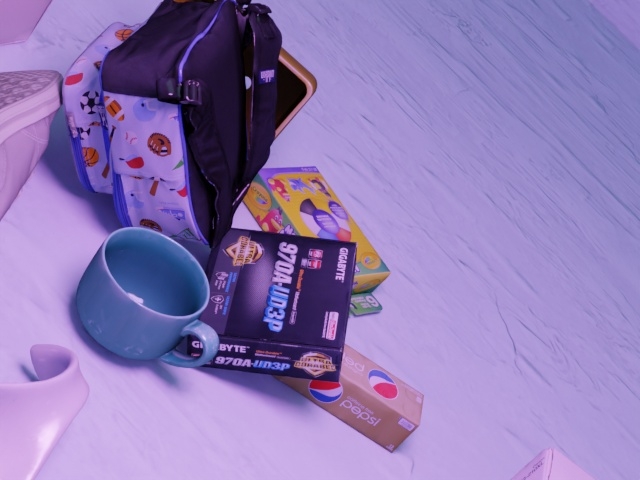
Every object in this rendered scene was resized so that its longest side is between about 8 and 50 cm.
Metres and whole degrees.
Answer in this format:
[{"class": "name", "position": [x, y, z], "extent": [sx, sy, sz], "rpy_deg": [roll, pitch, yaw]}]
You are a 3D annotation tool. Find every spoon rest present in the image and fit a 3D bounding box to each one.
[{"class": "spoon rest", "position": [-0.289, 0.171, 1.330], "extent": [0.137, 0.084, 0.276], "rpy_deg": [71, 24, -17]}]

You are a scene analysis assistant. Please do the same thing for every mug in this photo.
[{"class": "mug", "position": [-0.193, 0.075, 1.559], "extent": [0.129, 0.097, 0.158], "rpy_deg": [10, 42, -36]}]

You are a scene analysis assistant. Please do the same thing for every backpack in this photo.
[{"class": "backpack", "position": [-0.174, -0.130, 1.697], "extent": [0.213, 0.263, 0.276], "rpy_deg": [2, 30, 21]}]

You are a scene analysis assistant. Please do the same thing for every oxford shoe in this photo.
[{"class": "oxford shoe", "position": [-0.376, -0.077, 1.543], "extent": [0.449, 0.169, 0.130], "rpy_deg": [-79, 160, -64]}]

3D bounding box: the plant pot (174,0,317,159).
[{"class": "plant pot", "position": [-0.126, -0.198, 1.900], "extent": [0.212, 0.212, 0.187], "rpy_deg": [43, 17, 4]}]

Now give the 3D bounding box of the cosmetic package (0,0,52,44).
[{"class": "cosmetic package", "position": [-0.486, -0.386, 1.815], "extent": [0.309, 0.113, 0.160], "rpy_deg": [50, 32, 13]}]

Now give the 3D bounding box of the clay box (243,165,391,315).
[{"class": "clay box", "position": [0.000, 0.000, 1.914], "extent": [0.127, 0.053, 0.222], "rpy_deg": [-6, 53, -50]}]

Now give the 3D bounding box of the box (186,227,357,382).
[{"class": "box", "position": [-0.053, 0.071, 1.694], "extent": [0.175, 0.051, 0.220], "rpy_deg": [7, 34, 3]}]

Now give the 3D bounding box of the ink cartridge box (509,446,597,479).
[{"class": "ink cartridge box", "position": [0.293, 0.374, 1.644], "extent": [0.237, 0.172, 0.100], "rpy_deg": [38, 31, -5]}]

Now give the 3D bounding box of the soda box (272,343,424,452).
[{"class": "soda box", "position": [0.033, 0.171, 1.728], "extent": [0.181, 0.058, 0.061], "rpy_deg": [34, 32, -12]}]
